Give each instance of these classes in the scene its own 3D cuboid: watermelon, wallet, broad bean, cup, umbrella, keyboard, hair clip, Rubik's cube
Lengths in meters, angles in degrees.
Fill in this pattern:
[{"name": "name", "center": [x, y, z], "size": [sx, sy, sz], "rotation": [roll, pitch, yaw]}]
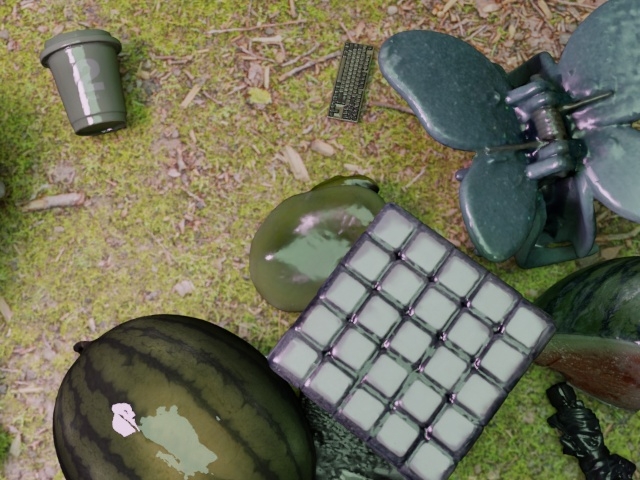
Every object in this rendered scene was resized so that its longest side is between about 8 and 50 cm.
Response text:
[{"name": "watermelon", "center": [-0.174, 0.237, 0.987], "size": [0.359, 0.279, 0.279], "rotation": [41, 81, 6]}, {"name": "watermelon", "center": [0.416, 0.130, 1.045], "size": [0.213, 0.262, 0.201], "rotation": [-39, 104, -23]}, {"name": "wallet", "center": [0.072, 0.248, 1.093], "size": [0.221, 0.071, 0.262], "rotation": [18, 84, 3]}, {"name": "broad bean", "center": [0.000, 0.000, 1.132], "size": [0.169, 0.100, 0.228], "rotation": [35, 81, 14]}, {"name": "cup", "center": [-0.342, -0.229, 1.181], "size": [0.120, 0.120, 0.141], "rotation": [-12, 90, -3]}, {"name": "umbrella", "center": [0.375, 0.295, 1.081], "size": [0.080, 0.071, 0.224], "rotation": [-9, 68, -38]}, {"name": "keyboard", "center": [0.046, -0.243, 1.226], "size": [0.049, 0.015, 0.129], "rotation": [13, 78, 3]}, {"name": "hair clip", "center": [0.291, -0.123, 1.085], "size": [0.392, 0.238, 0.318], "rotation": [-13, 78, -3]}, {"name": "Rubik's cube", "center": [0.104, 0.129, 0.958], "size": [0.237, 0.237, 0.238], "rotation": [35, 84, 10]}]

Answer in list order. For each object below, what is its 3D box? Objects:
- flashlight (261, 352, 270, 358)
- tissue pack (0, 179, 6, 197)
[{"name": "flashlight", "center": [-0.109, 0.168, 1.132], "size": [0.083, 0.018, 0.018], "rotation": [1, 79, 1]}, {"name": "tissue pack", "center": [-0.580, -0.063, 1.035], "size": [0.236, 0.229, 0.333], "rotation": [12, 46, 8]}]
